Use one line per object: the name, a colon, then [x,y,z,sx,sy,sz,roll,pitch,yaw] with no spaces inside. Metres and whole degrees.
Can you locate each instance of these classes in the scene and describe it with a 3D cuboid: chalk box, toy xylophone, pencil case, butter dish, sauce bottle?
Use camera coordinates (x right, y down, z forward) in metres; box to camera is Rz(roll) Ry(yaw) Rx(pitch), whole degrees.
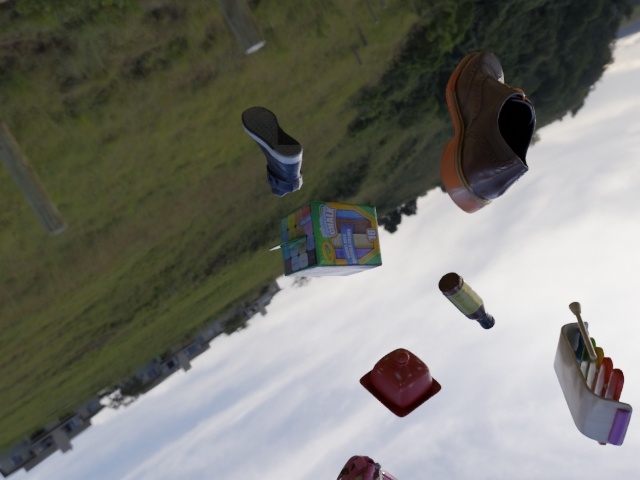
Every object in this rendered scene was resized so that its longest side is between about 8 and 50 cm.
chalk box: [0.000,0.000,1.090,0.212,0.132,0.132,3,166,-35]
toy xylophone: [0.612,0.292,1.218,0.081,0.236,0.323,2,-145,8]
pencil case: [0.218,0.722,1.392,0.167,0.386,0.160,-49,-172,51]
butter dish: [0.201,0.327,1.328,0.159,0.118,0.160,-24,-141,-31]
sauce bottle: [0.236,0.099,0.851,0.042,0.128,0.042,-31,-144,25]

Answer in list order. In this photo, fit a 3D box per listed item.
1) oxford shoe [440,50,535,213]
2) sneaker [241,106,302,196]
oxford shoe: [0.292,-0.207,0.881,0.132,0.130,0.364,-30,-143,44]
sneaker: [-0.118,-0.209,1.296,0.086,0.226,0.163,-26,146,-18]
